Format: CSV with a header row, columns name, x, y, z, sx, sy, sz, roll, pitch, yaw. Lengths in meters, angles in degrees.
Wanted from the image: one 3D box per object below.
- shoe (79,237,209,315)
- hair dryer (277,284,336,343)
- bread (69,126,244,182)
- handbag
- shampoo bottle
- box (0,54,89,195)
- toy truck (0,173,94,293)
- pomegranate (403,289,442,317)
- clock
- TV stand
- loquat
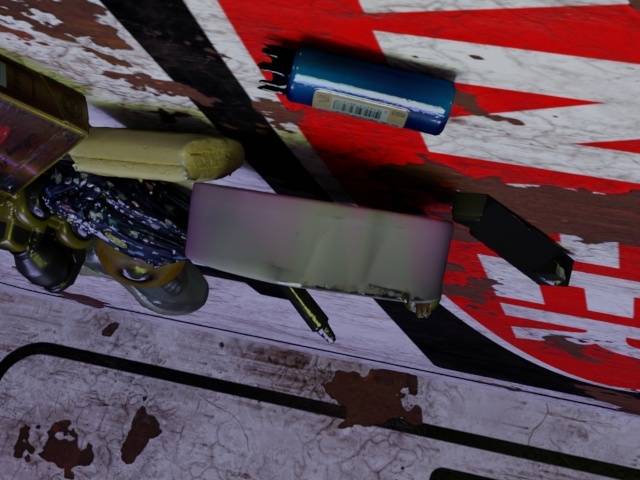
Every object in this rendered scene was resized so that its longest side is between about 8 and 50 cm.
name,x,y,z,sx,sy,sz,roll,pitch,yaw
shoe,-0.294,0.035,2.257,0.171,0.132,0.336,-9,153,41
hair dryer,-0.057,0.056,1.921,0.248,0.070,0.114,51,162,-6
bread,-0.199,-0.104,1.529,0.178,0.060,0.139,7,-173,30
handbag,-0.278,-0.043,1.855,0.260,0.113,0.162,31,154,-34
shampoo bottle,0.031,-0.142,1.170,0.183,0.050,0.087,13,171,0
box,-0.408,-0.147,1.444,0.159,0.071,0.240,-34,141,28
toy truck,-0.470,-0.015,2.064,0.147,0.165,0.224,6,165,28
pomegranate,0.164,0.094,2.065,0.073,0.084,0.073,13,158,5
clock,0.000,0.000,1.577,0.338,0.102,0.338,9,-178,0
TV stand,0.251,0.001,1.623,0.049,0.040,0.256,4,163,37
loquat,-0.290,0.009,2.054,0.163,0.137,0.163,-6,170,-1
